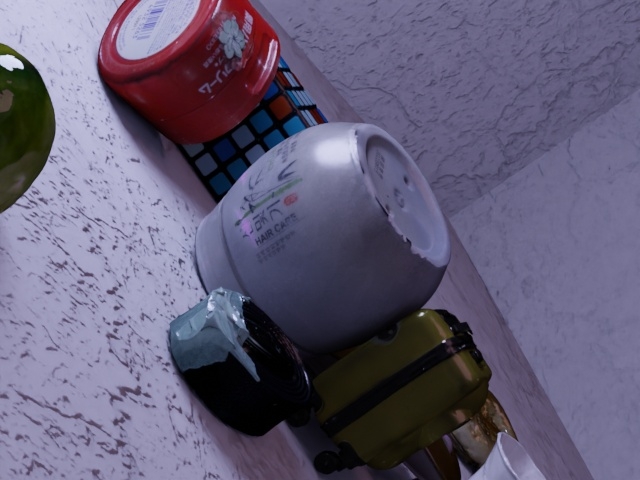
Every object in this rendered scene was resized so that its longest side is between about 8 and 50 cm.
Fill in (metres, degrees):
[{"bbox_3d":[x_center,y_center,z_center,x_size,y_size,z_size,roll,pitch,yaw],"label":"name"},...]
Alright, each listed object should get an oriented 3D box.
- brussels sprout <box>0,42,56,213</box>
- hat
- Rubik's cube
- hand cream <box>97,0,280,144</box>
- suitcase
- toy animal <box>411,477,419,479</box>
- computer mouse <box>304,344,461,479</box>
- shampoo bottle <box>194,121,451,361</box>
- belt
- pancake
[{"bbox_3d":[-0.287,-0.105,1.047,0.151,0.122,0.149,58,14,21],"label":"brussels sprout"},{"bbox_3d":[0.295,0.416,1.934,0.203,0.126,0.203,52,12,-16],"label":"hat"},{"bbox_3d":[-0.099,-0.163,1.830,0.187,0.182,0.184,54,12,-3],"label":"Rubik's cube"},{"bbox_3d":[-0.183,-0.259,1.669,0.149,0.230,0.230,43,17,-41],"label":"hand cream"},{"bbox_3d":[0.099,0.191,1.498,0.143,0.235,0.194,58,11,12],"label":"suitcase"},{"bbox_3d":[0.156,0.357,1.746,0.065,0.047,0.135,52,9,-42],"label":"toy animal"},{"bbox_3d":[0.091,0.222,1.685,0.310,0.072,0.158,46,11,7],"label":"computer mouse"},{"bbox_3d":[0.003,0.005,1.531,0.273,0.266,0.273,46,25,-28],"label":"shampoo bottle"},{"bbox_3d":[-0.086,0.128,1.322,0.198,0.078,0.151,36,24,-55],"label":"belt"},{"bbox_3d":[0.273,0.310,2.293,0.382,0.071,0.382,53,11,-15],"label":"pancake"}]
